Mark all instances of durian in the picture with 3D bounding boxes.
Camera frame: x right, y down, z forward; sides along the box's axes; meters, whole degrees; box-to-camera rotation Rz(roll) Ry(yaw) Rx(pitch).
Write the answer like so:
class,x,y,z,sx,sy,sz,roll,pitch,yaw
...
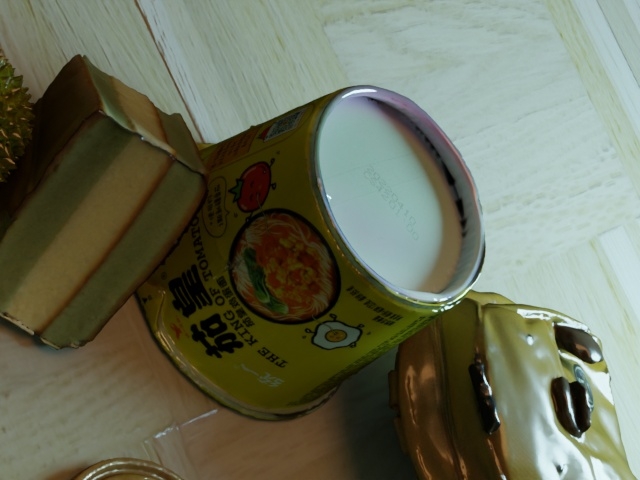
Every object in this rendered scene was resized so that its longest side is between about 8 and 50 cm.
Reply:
class,x,y,z,sx,sy,sz,roll,pitch,yaw
durian,-0.355,-0.132,1.669,0.198,0.146,0.159,33,47,-29

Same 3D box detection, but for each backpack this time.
class,x,y,z,sx,sy,sz,roll,pitch,yaw
backpack,0.228,0.216,2.010,0.378,0.201,0.353,15,54,-56

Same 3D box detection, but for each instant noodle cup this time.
class,x,y,z,sx,sy,sz,roll,pitch,yaw
instant noodle cup,0.000,0.000,1.880,0.326,0.254,0.325,23,54,-36

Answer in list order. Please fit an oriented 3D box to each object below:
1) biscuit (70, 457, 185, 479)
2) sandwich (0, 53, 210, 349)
class,x,y,z,sx,sy,sz,roll,pitch,yaw
biscuit,-0.189,0.278,1.698,0.221,0.029,0.142,-23,85,-49
sandwich,-0.239,-0.042,1.776,0.155,0.227,0.198,34,12,-26
